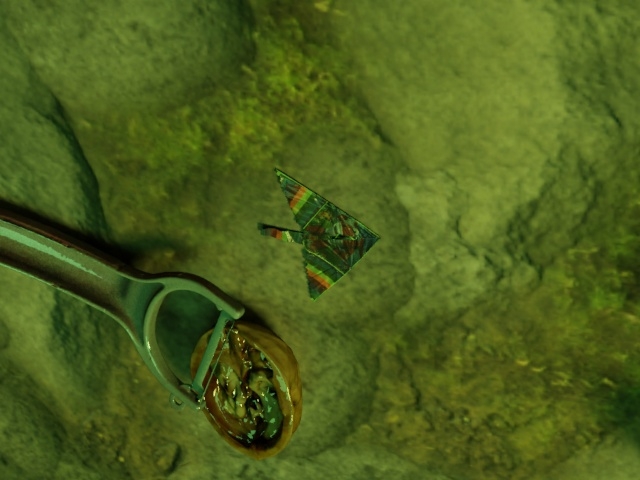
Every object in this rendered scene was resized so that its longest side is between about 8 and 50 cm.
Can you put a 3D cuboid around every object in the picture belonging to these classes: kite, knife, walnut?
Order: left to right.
[{"bbox_3d":[-0.196,0.030,1.174,0.278,0.053,0.123,26,122,3],"label":"knife"},{"bbox_3d":[-0.050,0.106,1.193,0.091,0.052,0.121,9,121,29],"label":"walnut"},{"bbox_3d":[0.000,0.000,1.117,0.090,0.004,0.122,4,130,15],"label":"kite"}]
